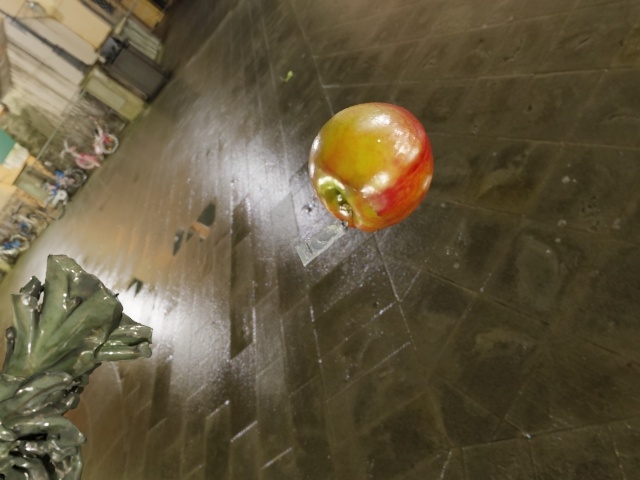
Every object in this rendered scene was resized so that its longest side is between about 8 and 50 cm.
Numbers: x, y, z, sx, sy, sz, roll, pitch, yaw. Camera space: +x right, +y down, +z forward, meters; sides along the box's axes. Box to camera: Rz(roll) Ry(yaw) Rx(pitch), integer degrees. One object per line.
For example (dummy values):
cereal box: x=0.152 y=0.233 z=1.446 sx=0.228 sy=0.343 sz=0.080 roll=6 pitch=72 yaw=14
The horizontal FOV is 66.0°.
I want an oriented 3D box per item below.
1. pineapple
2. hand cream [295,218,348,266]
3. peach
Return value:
pineapple: x=-0.250 y=0.153 z=0.335 sx=0.310 sy=0.170 sz=0.141 roll=-57 pitch=12 yaw=-18
hand cream: x=0.000 y=0.000 z=0.605 sx=0.093 sy=0.019 sz=0.030 roll=-36 pitch=74 yaw=37
peach: x=0.080 y=-0.114 z=0.729 sx=0.197 sy=0.197 sz=0.197 roll=-35 pitch=37 yaw=32
